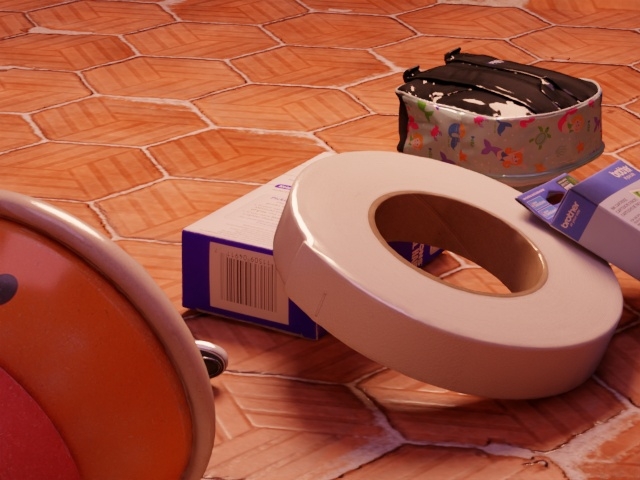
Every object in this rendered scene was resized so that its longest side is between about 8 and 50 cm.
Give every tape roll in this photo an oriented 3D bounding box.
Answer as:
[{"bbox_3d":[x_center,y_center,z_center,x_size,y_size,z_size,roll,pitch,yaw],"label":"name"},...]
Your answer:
[{"bbox_3d":[0.138,0.030,2.140,0.392,0.072,0.392,16,28,-9],"label":"tape roll"}]

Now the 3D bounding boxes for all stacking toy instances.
[{"bbox_3d":[-0.336,0.213,1.581,0.351,0.350,0.480,11,40,27],"label":"stacking toy"}]

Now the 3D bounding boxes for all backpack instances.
[{"bbox_3d":[0.248,-0.146,2.620,0.253,0.191,0.225,9,23,41],"label":"backpack"}]

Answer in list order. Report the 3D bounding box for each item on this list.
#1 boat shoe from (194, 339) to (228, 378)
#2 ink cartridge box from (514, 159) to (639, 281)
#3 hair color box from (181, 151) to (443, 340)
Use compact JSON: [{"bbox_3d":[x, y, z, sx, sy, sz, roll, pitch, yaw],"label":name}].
[{"bbox_3d":[-0.168,0.136,2.061,0.142,0.049,0.040,-2,32,4],"label":"boat shoe"},{"bbox_3d":[0.390,-0.003,2.247,0.311,0.065,0.186,31,24,18],"label":"ink cartridge box"},{"bbox_3d":[0.000,0.000,2.339,0.185,0.110,0.339,13,25,27],"label":"hair color box"}]
